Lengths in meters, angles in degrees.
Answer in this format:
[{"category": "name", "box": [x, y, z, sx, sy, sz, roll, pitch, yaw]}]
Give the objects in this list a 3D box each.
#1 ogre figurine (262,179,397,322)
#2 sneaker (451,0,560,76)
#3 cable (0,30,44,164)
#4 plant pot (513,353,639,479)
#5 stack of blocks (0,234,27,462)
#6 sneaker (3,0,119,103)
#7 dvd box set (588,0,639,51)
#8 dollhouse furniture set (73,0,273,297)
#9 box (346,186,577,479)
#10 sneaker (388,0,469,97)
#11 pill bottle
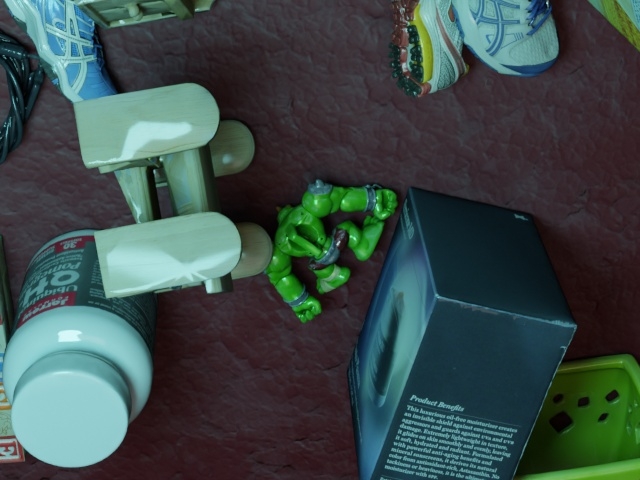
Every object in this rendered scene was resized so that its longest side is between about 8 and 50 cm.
[{"category": "ogre figurine", "box": [0.000, 0.000, 1.832, 0.118, 0.097, 0.197, 31, 123, -30]}, {"category": "sneaker", "box": [0.214, -0.290, 1.641, 0.131, 0.112, 0.296, 7, 149, 42]}, {"category": "cable", "box": [-0.420, -0.169, 1.742, 0.150, 0.047, 0.184, 22, 114, -14]}, {"category": "plant pot", "box": [0.337, 0.309, 1.947, 0.228, 0.227, 0.207, -8, 123, 0]}, {"category": "stack of blocks", "box": [-0.479, 0.147, 1.879, 0.171, 0.087, 0.297, -4, 118, -2]}, {"category": "sneaker", "box": [-0.289, -0.237, 1.697, 0.081, 0.080, 0.211, -25, 117, 13]}, {"category": "dvd box set", "box": [0.275, -0.370, 1.474, 0.062, 0.420, 0.307, -20, 118, 2]}, {"category": "dollhouse furniture set", "box": [-0.110, -0.142, 1.617, 0.256, 0.362, 0.394, -10, 88, 3]}, {"category": "box", "box": [0.159, 0.135, 1.800, 0.183, 0.296, 0.294, 14, 115, -10]}, {"category": "sneaker", "box": [0.130, -0.285, 1.710, 0.093, 0.088, 0.225, -15, 115, -28]}, {"category": "pill bottle", "box": [-0.286, 0.129, 1.752, 0.176, 0.318, 0.176, -2, 116, -3]}]
